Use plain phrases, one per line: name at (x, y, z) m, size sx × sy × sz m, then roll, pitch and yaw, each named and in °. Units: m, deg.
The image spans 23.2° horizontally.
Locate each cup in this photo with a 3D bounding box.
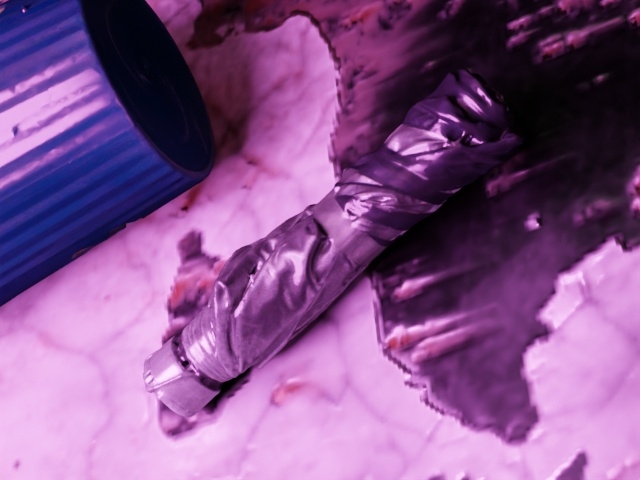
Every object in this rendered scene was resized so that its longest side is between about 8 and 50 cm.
cup at (-0.140, -0.054, 0.727) m, size 0.155 × 0.131 × 0.176 m, roll -25°, pitch 29°, yaw 17°

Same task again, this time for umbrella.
umbrella at (0.000, 0.000, 0.636) m, size 0.188 × 0.050 × 0.046 m, roll -40°, pitch 28°, yaw 12°
